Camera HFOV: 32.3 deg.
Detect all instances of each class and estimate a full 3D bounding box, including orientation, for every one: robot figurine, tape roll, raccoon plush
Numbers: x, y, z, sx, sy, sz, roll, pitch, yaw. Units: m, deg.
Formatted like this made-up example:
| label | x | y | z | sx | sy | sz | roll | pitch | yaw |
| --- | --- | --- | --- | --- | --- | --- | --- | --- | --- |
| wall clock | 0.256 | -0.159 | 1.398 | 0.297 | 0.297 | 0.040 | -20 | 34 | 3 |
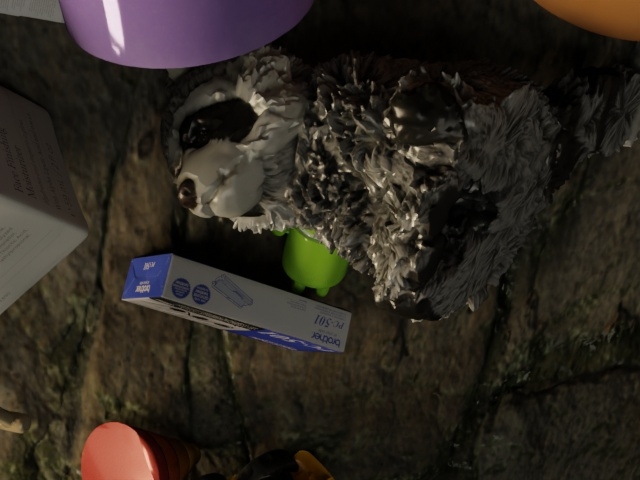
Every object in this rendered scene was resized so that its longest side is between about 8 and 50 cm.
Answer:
| label | x | y | z | sx | sy | sz | roll | pitch | yaw |
| --- | --- | --- | --- | --- | --- | --- | --- | --- | --- |
| robot figurine | 0.000 | 0.000 | 1.084 | 0.101 | 0.067 | 0.115 | 8 | 127 | -9 |
| tape roll | -0.099 | -0.207 | 0.795 | 0.189 | 0.189 | 0.080 | -13 | 132 | -6 |
| raccoon plush | 0.064 | -0.092 | 1.002 | 0.446 | 0.299 | 0.216 | -13 | 124 | -50 |

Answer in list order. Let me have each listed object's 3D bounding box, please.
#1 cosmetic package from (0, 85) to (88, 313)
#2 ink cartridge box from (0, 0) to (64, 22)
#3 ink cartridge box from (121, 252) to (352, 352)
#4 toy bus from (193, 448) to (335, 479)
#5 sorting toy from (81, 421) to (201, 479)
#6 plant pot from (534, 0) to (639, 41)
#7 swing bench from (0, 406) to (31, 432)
| label | x | y | z | sx | sy | sz | roll | pitch | yaw |
| --- | --- | --- | --- | --- | --- | --- | --- | --- | --- |
| cosmetic package | -0.313 | -0.042 | 0.872 | 0.151 | 0.151 | 0.184 | -39 | 145 | 17 |
| ink cartridge box | -0.247 | -0.210 | 0.855 | 0.115 | 0.029 | 0.062 | 7 | 127 | -23 |
| ink cartridge box | -0.081 | 0.065 | 1.095 | 0.207 | 0.046 | 0.097 | 19 | 166 | -30 |
| toy bus | -0.095 | 0.370 | 1.297 | 0.220 | 0.149 | 0.211 | -10 | 145 | -42 |
| sorting toy | -0.249 | 0.335 | 1.296 | 0.126 | 0.127 | 0.365 | -7 | 142 | -52 |
| plant pot | 0.246 | -0.282 | 0.795 | 0.291 | 0.290 | 0.203 | -7 | 147 | -11 |
| swing bench | -0.434 | 0.130 | 0.932 | 0.165 | 0.255 | 0.253 | -58 | 154 | -15 |
